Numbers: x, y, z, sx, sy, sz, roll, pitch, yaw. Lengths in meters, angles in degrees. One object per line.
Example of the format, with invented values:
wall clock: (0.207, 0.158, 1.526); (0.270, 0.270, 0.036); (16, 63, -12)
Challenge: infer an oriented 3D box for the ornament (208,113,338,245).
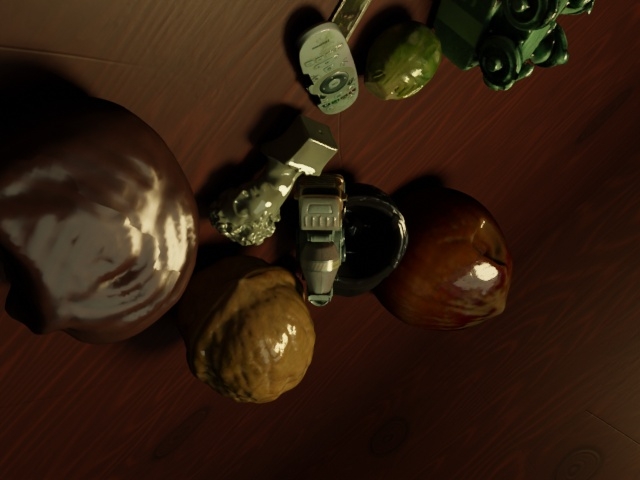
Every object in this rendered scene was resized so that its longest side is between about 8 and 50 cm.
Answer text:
ornament: (-0.085, -0.110, 1.174); (0.285, 0.120, 0.130); (-44, 133, 10)

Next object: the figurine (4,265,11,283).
figurine: (-0.391, 0.053, 1.025); (0.174, 0.115, 0.240); (-47, 147, 18)

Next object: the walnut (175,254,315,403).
walnut: (-0.160, 0.182, 1.338); (0.306, 0.306, 0.343); (-28, 145, -24)

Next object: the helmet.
helmet: (0.074, -0.019, 1.451); (0.231, 0.160, 0.278); (14, 125, -11)

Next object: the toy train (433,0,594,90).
toy train: (0.339, -0.420, 1.113); (0.167, 0.238, 0.299); (-26, 153, -28)

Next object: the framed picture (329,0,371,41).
framed picture: (0.045, -0.377, 1.053); (0.066, 0.006, 0.089); (-4, 136, -50)

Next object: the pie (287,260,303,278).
pie: (-0.086, 0.114, 1.553); (0.154, 0.036, 0.154); (-54, -174, 8)

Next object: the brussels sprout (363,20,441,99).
brussels sprout: (0.153, -0.328, 1.150); (0.155, 0.117, 0.155); (-40, 155, -23)

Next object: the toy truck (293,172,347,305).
toy truck: (0.000, 0.000, 1.283); (0.108, 0.140, 0.256); (1, 125, 1)

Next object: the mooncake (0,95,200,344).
mooncake: (-0.320, -0.026, 0.828); (0.334, 0.174, 0.325); (5, 107, -44)

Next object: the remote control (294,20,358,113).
remote control: (0.012, -0.297, 1.094); (0.097, 0.045, 0.256); (-26, 157, 1)

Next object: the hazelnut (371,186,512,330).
hazelnut: (0.314, 0.066, 1.733); (0.402, 0.402, 0.429); (-27, 157, -25)
